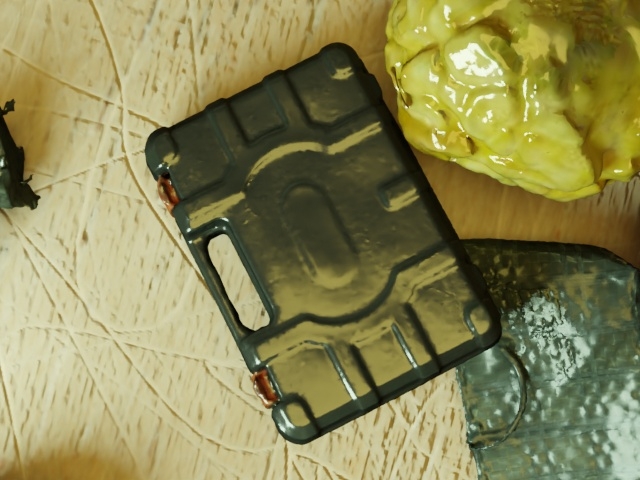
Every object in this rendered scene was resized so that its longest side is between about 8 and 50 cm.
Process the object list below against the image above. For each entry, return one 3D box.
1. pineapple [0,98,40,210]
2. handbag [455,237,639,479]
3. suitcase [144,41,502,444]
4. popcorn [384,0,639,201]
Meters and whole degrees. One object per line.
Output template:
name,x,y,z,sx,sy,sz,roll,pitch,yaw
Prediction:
pineapple,-0.340,-0.002,0.931,0.278,0.158,0.158,-40,93,-16
handbag,0.201,0.120,0.994,0.175,0.088,0.270,-10,91,5
suitcase,0.000,0.000,0.951,0.206,0.066,0.286,-27,79,-4
popcorn,0.172,-0.154,0.924,0.250,0.190,0.250,-1,94,-19
